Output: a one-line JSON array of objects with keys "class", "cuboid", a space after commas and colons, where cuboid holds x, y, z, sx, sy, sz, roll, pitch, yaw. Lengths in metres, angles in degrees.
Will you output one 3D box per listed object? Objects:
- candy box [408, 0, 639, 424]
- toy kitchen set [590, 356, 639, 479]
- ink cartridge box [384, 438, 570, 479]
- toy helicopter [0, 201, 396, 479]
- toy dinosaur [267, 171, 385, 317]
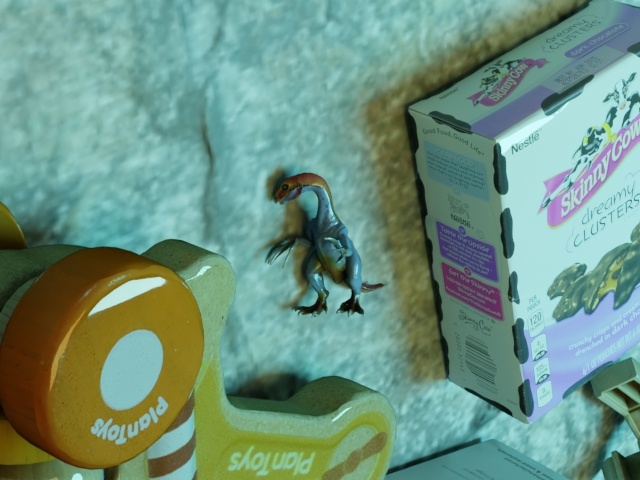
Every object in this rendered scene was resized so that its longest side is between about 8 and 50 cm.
[{"class": "candy box", "cuboid": [0.144, -0.019, 0.868, 0.165, 0.070, 0.196, -32, 127, -28]}, {"class": "toy kitchen set", "cuboid": [0.209, 0.140, 1.004, 0.068, 0.083, 0.075, -29, 141, 24]}, {"class": "ink cartridge box", "cuboid": [0.047, 0.228, 0.873, 0.219, 0.092, 0.160, -12, 116, -39]}, {"class": "toy helicopter", "cuboid": [-0.076, 0.116, 0.691, 0.355, 0.140, 0.235, 12, 96, -54]}, {"class": "toy dinosaur", "cuboid": [0.000, 0.000, 0.784, 0.090, 0.047, 0.082, -42, 131, -67]}]
